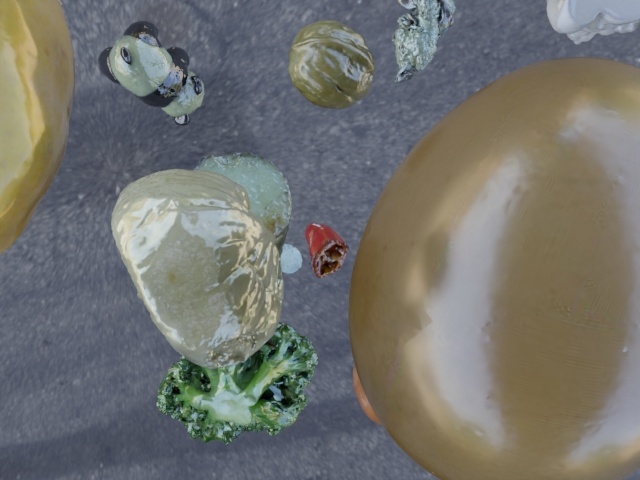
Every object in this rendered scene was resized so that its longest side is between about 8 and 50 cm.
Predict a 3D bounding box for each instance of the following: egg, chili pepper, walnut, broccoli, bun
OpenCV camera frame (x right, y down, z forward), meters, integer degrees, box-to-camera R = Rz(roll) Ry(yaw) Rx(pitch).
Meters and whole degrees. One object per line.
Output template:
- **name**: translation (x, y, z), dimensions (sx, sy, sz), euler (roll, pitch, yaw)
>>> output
- **egg**: translation (0.180, 0.031, 0.698), dimensions (0.300, 0.301, 0.374), euler (17, 87, -15)
- **chili pepper**: translation (-0.001, 0.004, 1.688), dimensions (0.065, 0.169, 0.088), euler (38, 99, -25)
- **walnut**: translation (0.010, -0.169, 0.801), dimensions (0.092, 0.092, 0.092), euler (-1, 95, -14)
- **broccoli**: translation (-0.143, 0.256, 1.511), dimensions (0.294, 0.245, 0.265), euler (-26, 99, 17)
- **bun**: translation (-0.109, 0.018, 0.847), dimensions (0.134, 0.220, 0.220), euler (-30, 101, 8)

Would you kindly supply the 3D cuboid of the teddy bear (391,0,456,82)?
- **teddy bear**: translation (0.175, -0.373, 1.418), dimensions (0.111, 0.133, 0.213), euler (-1, 93, -10)

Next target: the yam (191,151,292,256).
- **yam**: translation (-0.140, 0.007, 1.296), dimensions (0.167, 0.304, 0.168), euler (5, 59, -8)

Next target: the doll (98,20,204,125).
- **doll**: translation (-0.340, -0.339, 1.710), dimensions (0.143, 0.135, 0.234), euler (-43, 136, 11)

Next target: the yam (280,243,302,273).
- **yam**: translation (-0.123, 0.042, 1.893), dimensions (0.078, 0.179, 0.078), euler (-1, 91, -39)

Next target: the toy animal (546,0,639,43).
- **toy animal**: translation (0.522, -0.470, 1.547), dimensions (0.271, 0.265, 0.206), euler (3, 103, -3)

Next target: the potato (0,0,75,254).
- **potato**: translation (-0.224, -0.086, 0.508), dimensions (0.146, 0.150, 0.234), euler (0, 70, -25)

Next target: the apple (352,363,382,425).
- **apple**: translation (0.197, 0.322, 1.900), dimensions (0.253, 0.253, 0.254), euler (-1, 95, -14)
